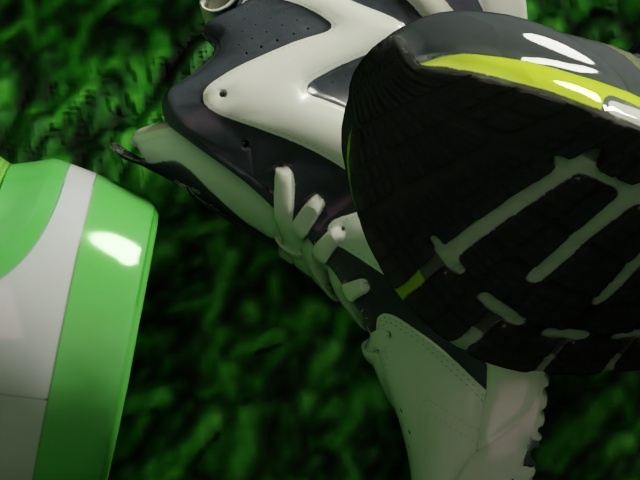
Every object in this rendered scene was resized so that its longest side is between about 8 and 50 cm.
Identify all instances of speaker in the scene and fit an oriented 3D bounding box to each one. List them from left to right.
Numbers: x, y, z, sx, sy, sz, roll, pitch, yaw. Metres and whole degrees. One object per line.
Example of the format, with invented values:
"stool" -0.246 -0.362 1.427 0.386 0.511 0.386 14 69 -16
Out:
"speaker" -0.210 0.010 0.546 0.296 0.131 0.131 11 79 -7

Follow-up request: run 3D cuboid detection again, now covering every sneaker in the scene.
"sneaker" 0.000 0.000 0.583 0.153 0.094 0.235 -1 79 1
"sneaker" 0.116 -0.026 0.535 0.111 0.300 0.121 -39 54 33
